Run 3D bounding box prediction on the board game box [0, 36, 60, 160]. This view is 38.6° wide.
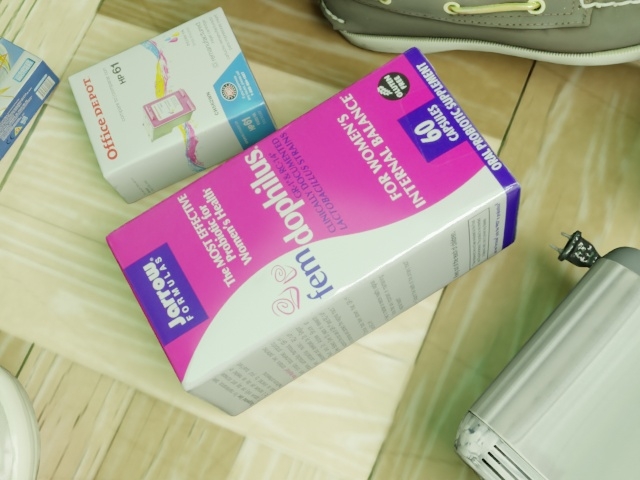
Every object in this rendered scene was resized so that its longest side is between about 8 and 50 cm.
[{"bbox_3d":[-0.309,-0.076,0.683,0.136,0.035,0.201,29,78,17],"label":"board game box"}]

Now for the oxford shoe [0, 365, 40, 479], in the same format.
[{"bbox_3d":[-0.351,0.219,0.487,0.449,0.130,0.169,-35,66,-6],"label":"oxford shoe"}]

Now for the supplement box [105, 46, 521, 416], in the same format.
[{"bbox_3d":[0.000,0.000,0.566,0.220,0.114,0.111,-33,70,-1],"label":"supplement box"}]

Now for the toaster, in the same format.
[{"bbox_3d":[0.173,0.111,0.490,0.146,0.129,0.227,-45,72,-5],"label":"toaster"}]

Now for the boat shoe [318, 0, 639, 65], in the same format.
[{"bbox_3d":[0.124,-0.176,0.571,0.304,0.091,0.109,4,74,31],"label":"boat shoe"}]

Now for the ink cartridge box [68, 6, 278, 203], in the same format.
[{"bbox_3d":[-0.104,-0.094,0.647,0.122,0.052,0.089,-25,69,1],"label":"ink cartridge box"}]
